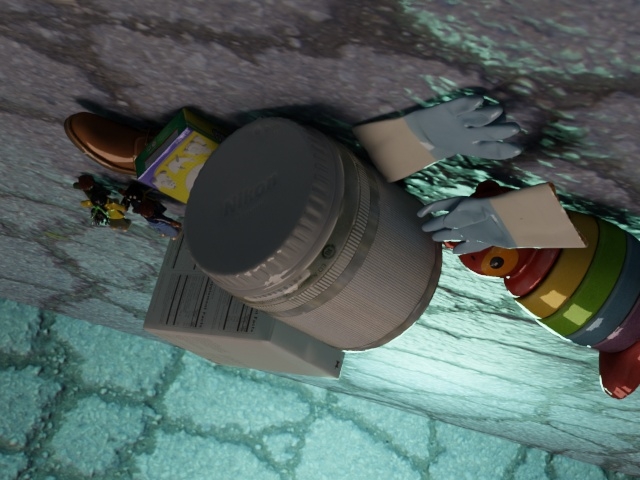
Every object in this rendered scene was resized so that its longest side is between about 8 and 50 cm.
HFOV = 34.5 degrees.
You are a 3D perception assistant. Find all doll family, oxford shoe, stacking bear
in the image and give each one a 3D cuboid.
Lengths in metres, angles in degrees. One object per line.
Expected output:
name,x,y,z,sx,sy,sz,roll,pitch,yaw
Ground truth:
doll family,-0.297,-0.052,1.585,0.192,0.076,0.111,4,157,14
oxford shoe,-0.223,-0.123,1.326,0.212,0.076,0.076,22,134,-26
stacking bear,0.289,0.034,1.244,0.289,0.164,0.175,29,129,-9

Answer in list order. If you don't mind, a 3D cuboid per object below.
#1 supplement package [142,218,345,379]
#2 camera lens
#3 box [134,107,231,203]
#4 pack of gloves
supplement package,-0.103,0.091,1.660,0.262,0.198,0.199,2,159,36
camera lens,0.000,0.000,1.244,0.219,0.220,0.274,-1,158,40
box,-0.132,-0.084,1.303,0.179,0.043,0.105,25,124,-39
pack of gloves,0.164,-0.073,1.116,0.195,0.046,0.232,53,151,-19
